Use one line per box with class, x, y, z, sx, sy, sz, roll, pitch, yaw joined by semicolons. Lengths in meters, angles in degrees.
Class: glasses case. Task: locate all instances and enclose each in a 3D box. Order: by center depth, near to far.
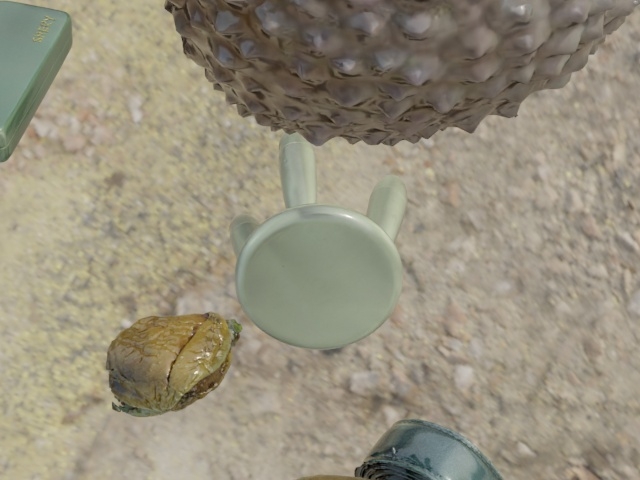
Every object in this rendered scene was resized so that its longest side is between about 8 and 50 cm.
glasses case;-0.291;-0.148;1.169;0.077;0.039;0.184;11;46;5

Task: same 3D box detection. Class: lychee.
lychee;0.040;-0.190;0.685;0.300;0.300;0.300;-9;67;22

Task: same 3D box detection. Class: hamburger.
hamburger;-0.230;0.179;1.938;0.206;0.130;0.183;-16;26;35

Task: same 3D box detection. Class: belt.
belt;0.172;0.364;1.753;0.206;0.267;0.116;-14;26;52

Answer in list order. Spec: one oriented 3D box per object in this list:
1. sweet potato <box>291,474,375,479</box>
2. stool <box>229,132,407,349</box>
sweet potato;0.043;0.338;1.596;0.085;0.285;0.112;-70;16;-1
stool;0.000;0.000;1.554;0.195;0.195;0.199;-57;16;28
